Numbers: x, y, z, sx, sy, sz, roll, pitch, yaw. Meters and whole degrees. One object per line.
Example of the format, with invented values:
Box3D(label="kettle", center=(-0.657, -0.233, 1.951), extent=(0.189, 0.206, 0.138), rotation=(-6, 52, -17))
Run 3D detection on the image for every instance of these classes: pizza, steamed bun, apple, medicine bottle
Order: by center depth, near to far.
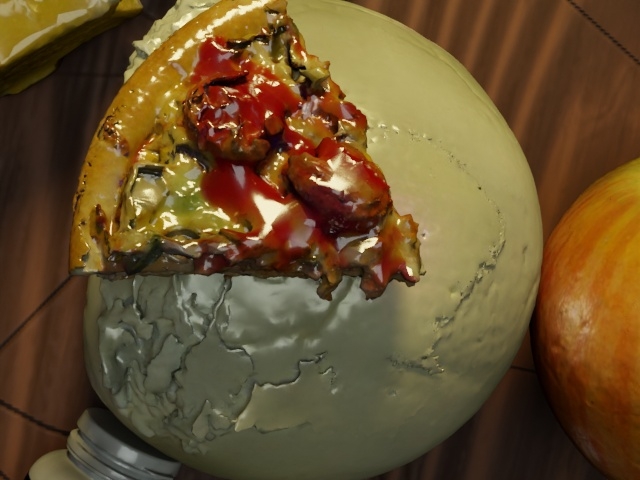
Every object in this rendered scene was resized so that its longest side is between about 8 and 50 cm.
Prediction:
Box3D(label="pizza", center=(-0.021, -0.043, 0.590), extent=(0.193, 0.053, 0.201), rotation=(23, 70, 0))
Box3D(label="steamed bun", center=(0.000, 0.000, 0.732), extent=(0.312, 0.233, 0.333), rotation=(2, 95, -9))
Box3D(label="apple", center=(0.286, 0.059, 0.770), extent=(0.286, 0.286, 0.233), rotation=(-8, 111, -9))
Box3D(label="medicine bottle", center=(-0.178, 0.221, 0.782), extent=(0.107, 0.107, 0.191), rotation=(30, 89, -10))

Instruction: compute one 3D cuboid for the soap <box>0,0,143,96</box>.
Box3D(label="soap", center=(-0.292, -0.211, 0.719), extent=(0.259, 0.143, 0.281), rotation=(-33, 94, -9))
